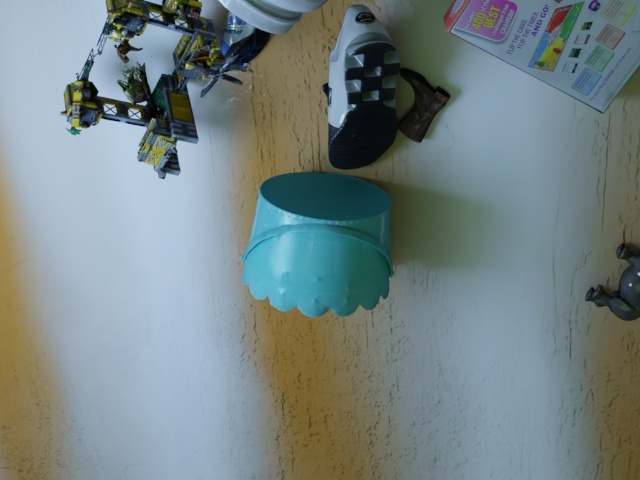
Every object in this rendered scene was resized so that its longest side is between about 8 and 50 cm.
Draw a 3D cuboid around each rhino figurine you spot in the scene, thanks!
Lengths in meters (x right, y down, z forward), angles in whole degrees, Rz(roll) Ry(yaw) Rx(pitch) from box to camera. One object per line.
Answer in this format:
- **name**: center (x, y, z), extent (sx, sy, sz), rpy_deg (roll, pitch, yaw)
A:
- **rhino figurine**: center (0.588, 0.045, 1.925), extent (0.106, 0.073, 0.243), rpy_deg (29, 117, 1)

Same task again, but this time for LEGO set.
- **LEGO set**: center (-0.298, -0.254, 1.831), extent (0.255, 0.192, 0.331), rpy_deg (17, 131, -35)

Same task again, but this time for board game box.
- **board game box**: center (0.397, -0.377, 1.716), extent (0.317, 0.064, 0.242), rpy_deg (25, 119, -17)

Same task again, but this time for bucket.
- **bucket**: center (0.000, 0.000, 1.924), extent (0.281, 0.281, 0.183), rpy_deg (9, 114, 8)

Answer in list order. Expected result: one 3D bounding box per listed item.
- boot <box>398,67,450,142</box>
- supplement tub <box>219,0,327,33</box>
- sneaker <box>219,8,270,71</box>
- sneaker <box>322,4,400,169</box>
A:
- **boot**: center (0.160, -0.238, 1.897), extent (0.106, 0.037, 0.114), rpy_deg (33, 123, -3)
- **supplement tub**: center (-0.030, -0.496, 1.624), extent (0.228, 0.228, 0.316), rpy_deg (39, 119, -8)
- **sneaker**: center (-0.131, -0.387, 1.870), extent (0.081, 0.080, 0.211), rpy_deg (46, 120, 15)
- **sneaker**: center (0.069, -0.268, 1.867), extent (0.123, 0.146, 0.330), rpy_deg (-5, 141, -13)
